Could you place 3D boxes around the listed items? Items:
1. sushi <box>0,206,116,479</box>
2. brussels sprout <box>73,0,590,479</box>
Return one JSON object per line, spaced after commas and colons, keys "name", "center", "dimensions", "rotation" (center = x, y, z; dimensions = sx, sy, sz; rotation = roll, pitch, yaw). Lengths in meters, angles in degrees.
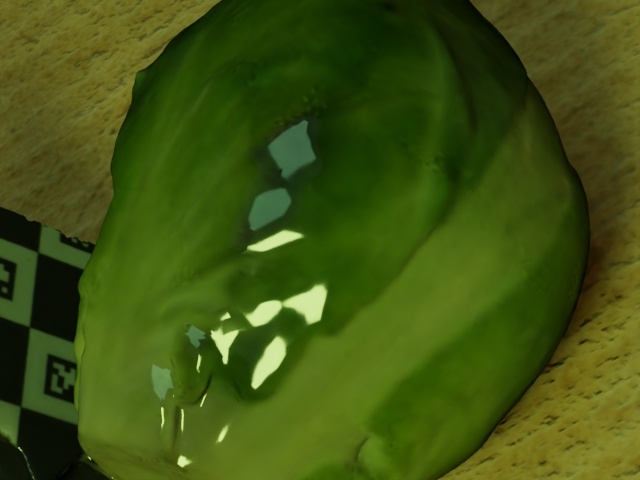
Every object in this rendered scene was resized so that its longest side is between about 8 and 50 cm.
{"name": "sushi", "center": [-0.248, 0.133, 1.140], "dimensions": [0.064, 0.343, 0.359], "rotation": [-37, 41, 42]}
{"name": "brussels sprout", "center": [0.000, 0.000, 1.081], "dimensions": [0.315, 0.276, 0.371], "rotation": [-5, 58, 34]}
